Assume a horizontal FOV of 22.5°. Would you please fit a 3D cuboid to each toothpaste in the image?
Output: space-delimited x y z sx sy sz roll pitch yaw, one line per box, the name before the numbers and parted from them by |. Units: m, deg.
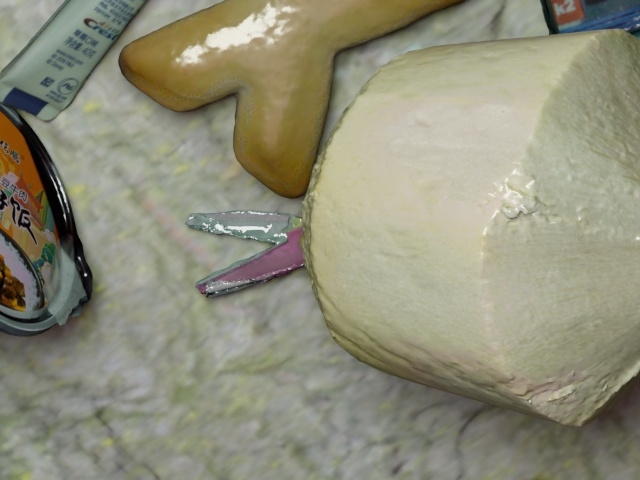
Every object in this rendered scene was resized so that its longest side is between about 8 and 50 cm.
toothpaste | -0.138 -0.167 1.073 0.216 0.037 0.062 -48 139 15

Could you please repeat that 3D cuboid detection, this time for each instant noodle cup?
instant noodle cup | -0.263 -0.006 1.076 0.126 0.177 0.208 -20 120 23

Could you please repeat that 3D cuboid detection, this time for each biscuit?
biscuit | -0.016 -0.146 1.074 0.164 0.047 0.208 37 104 -12

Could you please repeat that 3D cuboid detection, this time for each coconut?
coconut | 0.132 -0.008 0.995 0.244 0.239 0.239 5 115 42

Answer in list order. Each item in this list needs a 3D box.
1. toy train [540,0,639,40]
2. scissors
toy train | 0.336 -0.220 1.023 0.409 0.086 0.089 -18 106 7
scissors | 0.000 0.000 1.139 0.187 0.020 0.133 -7 103 3
